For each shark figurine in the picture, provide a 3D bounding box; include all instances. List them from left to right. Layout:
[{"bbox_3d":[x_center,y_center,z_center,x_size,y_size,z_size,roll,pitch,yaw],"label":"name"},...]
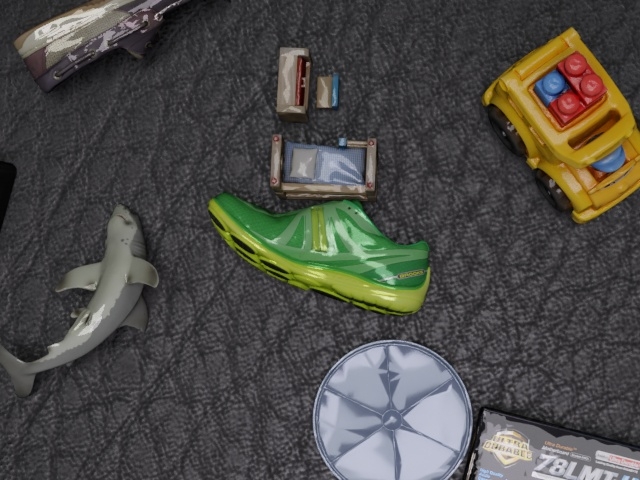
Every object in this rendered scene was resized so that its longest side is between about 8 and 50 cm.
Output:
[{"bbox_3d":[-0.276,0.103,1.617,0.166,0.116,0.278,29,77,39],"label":"shark figurine"}]

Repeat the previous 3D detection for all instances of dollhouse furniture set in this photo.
[{"bbox_3d":[0.009,-0.148,1.602,0.129,0.129,0.184,2,85,3],"label":"dollhouse furniture set"}]

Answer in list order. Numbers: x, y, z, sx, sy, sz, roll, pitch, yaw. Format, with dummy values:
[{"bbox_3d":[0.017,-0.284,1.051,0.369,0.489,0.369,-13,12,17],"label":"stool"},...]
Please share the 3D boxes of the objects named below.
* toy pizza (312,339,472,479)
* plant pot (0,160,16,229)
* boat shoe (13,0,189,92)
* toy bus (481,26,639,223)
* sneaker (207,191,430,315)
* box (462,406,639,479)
[{"bbox_3d":[0.091,0.226,1.613,0.201,0.032,0.201,0,84,4],"label":"toy pizza"},{"bbox_3d":[-0.516,-0.036,1.605,0.187,0.167,0.188,14,87,5],"label":"plant pot"},{"bbox_3d":[-0.249,-0.277,1.650,0.285,0.103,0.092,-24,103,-3],"label":"boat shoe"},{"bbox_3d":[0.314,-0.145,1.545,0.149,0.211,0.220,-35,85,-2],"label":"toy bus"},{"bbox_3d":[0.000,0.000,1.612,0.295,0.109,0.124,21,76,-1],"label":"sneaker"},{"bbox_3d":[0.305,0.381,1.567,0.295,0.073,0.293,13,85,5],"label":"box"}]
